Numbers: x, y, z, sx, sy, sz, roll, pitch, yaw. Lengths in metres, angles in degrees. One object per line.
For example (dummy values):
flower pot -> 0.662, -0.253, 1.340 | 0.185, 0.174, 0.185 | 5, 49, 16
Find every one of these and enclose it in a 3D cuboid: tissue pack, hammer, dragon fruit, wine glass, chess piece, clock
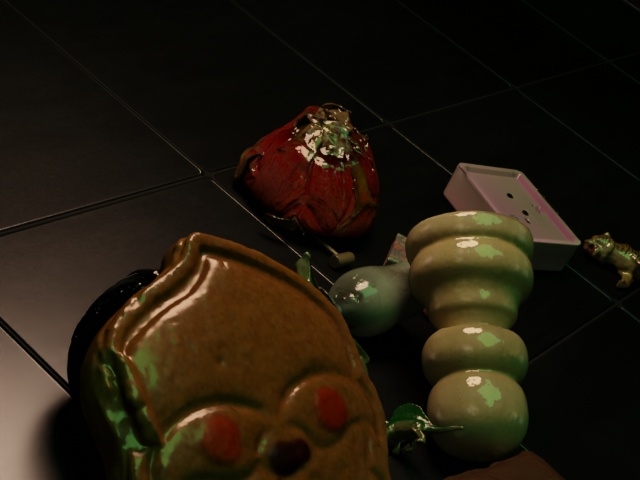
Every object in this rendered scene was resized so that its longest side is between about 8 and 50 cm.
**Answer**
tissue pack -> 0.126, 0.031, 1.897 | 0.063, 0.035, 0.083 | 29, 29, -2
hammer -> 0.000, 0.000, 1.859 | 0.110, 0.019, 0.035 | 42, 32, 27
dragon fruit -> 0.003, -0.116, 1.900 | 0.223, 0.148, 0.218 | 6, 32, -37
wine glass -> 0.054, 0.081, 1.704 | 0.093, 0.093, 0.202 | 43, 34, 24
chess piece -> 0.189, 0.125, 1.632 | 0.167, 0.167, 0.300 | 15, 57, -22
clock -> 0.308, -0.037, 2.126 | 0.150, 0.063, 0.197 | 4, 38, -36

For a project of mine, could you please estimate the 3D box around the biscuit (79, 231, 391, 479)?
biscuit -> -0.054, 0.208, 1.243 | 0.349, 0.078, 0.456 | -2, 70, -52

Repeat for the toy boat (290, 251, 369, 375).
toy boat -> 0.002, 0.104, 1.510 | 0.055, 0.293, 0.093 | -13, 58, 9

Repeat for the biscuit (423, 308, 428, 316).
biscuit -> 0.172, 0.091, 1.861 | 0.078, 0.015, 0.091 | 37, 30, 12

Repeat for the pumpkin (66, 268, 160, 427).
pumpkin -> -0.149, 0.134, 1.380 | 0.233, 0.163, 0.233 | 16, 43, -15

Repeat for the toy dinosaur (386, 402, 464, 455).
toy dinosaur -> 0.110, 0.217, 1.551 | 0.029, 0.119, 0.060 | 48, 37, -47

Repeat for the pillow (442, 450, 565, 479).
pillow -> 0.244, 0.363, 1.378 | 0.305, 0.108, 0.307 | 52, 25, 20

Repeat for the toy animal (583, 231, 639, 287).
toy animal -> 0.551, 0.051, 2.200 | 0.241, 0.057, 0.099 | 18, 31, -16
